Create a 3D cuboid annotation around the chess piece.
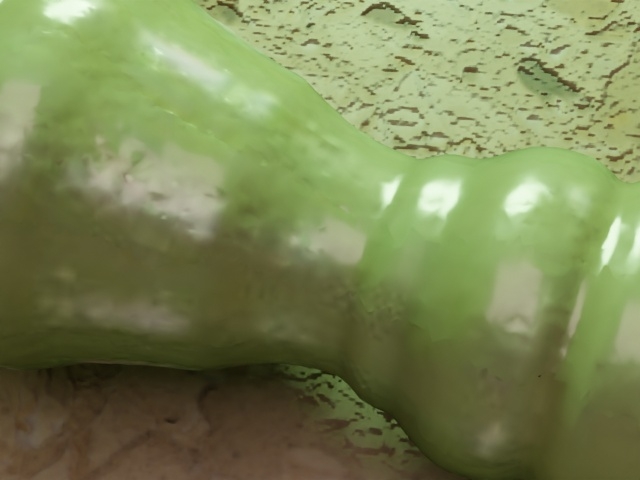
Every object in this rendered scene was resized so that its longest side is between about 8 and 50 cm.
[{"bbox_3d":[0.000,0.000,0.731,0.442,0.234,0.234,17,68,11],"label":"chess piece"}]
